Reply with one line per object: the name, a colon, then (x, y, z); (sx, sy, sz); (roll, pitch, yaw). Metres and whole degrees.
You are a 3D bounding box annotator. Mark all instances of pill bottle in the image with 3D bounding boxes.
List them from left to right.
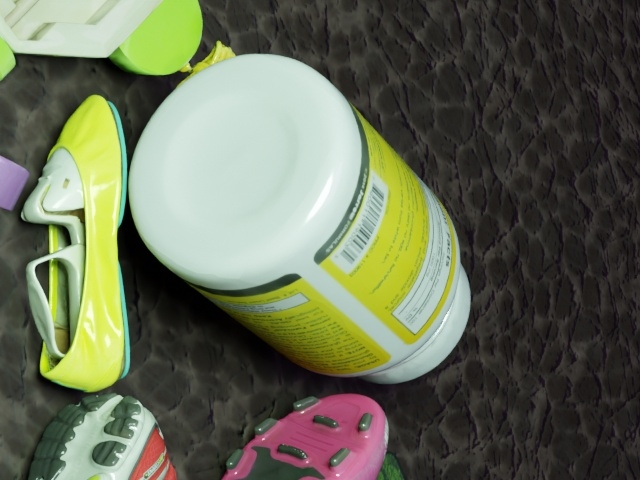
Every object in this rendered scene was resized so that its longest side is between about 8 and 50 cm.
pill bottle: (0.000, 0.000, 1.585); (0.334, 0.188, 0.188); (43, 52, -57)

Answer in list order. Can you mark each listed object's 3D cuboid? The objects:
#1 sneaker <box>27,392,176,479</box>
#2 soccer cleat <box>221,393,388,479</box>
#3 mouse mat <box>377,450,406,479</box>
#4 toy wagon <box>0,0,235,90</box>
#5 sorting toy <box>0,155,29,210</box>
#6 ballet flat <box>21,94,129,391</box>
sneaker: (-0.182, 0.246, 1.444); (0.279, 0.107, 0.118); (-59, 136, -32)
soccer cleat: (-0.043, 0.267, 1.603); (0.331, 0.116, 0.143); (-50, 136, -38)
mouse mat: (0.056, 0.304, 1.768); (0.152, 0.007, 0.189); (-38, 111, -44)
toy wagon: (-0.195, -0.241, 1.494); (0.267, 0.068, 0.344); (-50, 120, -23)
sorting toy: (-0.366, -0.061, 1.302); (0.365, 0.127, 0.126); (27, 87, -40)
ballet flat: (-0.189, 0.001, 1.497); (0.077, 0.077, 0.231); (0, 85, -35)
